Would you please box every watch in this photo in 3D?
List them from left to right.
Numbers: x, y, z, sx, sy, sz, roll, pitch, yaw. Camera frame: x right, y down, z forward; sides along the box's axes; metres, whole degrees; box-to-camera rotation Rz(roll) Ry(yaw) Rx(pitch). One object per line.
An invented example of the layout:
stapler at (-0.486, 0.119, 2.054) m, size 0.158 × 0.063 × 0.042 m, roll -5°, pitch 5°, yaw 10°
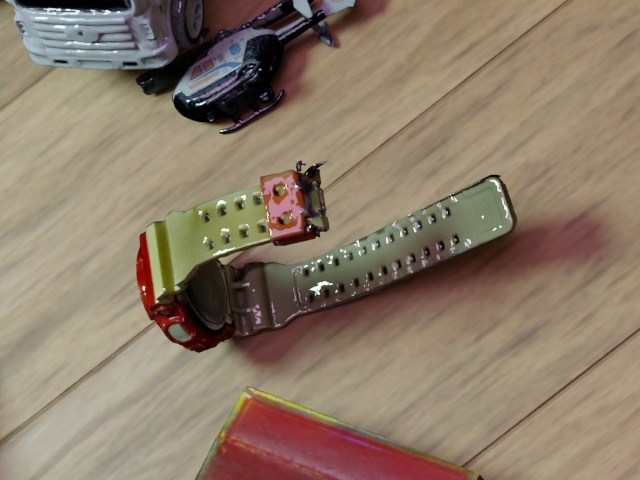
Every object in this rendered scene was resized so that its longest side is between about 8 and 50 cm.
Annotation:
watch at (-0.009, 0.001, 1.325) m, size 0.268 × 0.165 × 0.102 m, roll -24°, pitch 65°, yaw 31°

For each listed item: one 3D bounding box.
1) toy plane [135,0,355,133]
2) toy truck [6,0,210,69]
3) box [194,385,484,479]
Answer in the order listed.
toy plane at (-0.054, -0.153, 1.467) m, size 0.197 × 0.053 × 0.078 m, roll -32°, pitch 56°, yaw 7°
toy truck at (-0.163, -0.322, 1.475) m, size 0.176 × 0.178 × 0.363 m, roll 3°, pitch 66°, yaw 16°
box at (-0.029, 0.280, 1.260) m, size 0.197 × 0.089 × 0.313 m, roll 18°, pitch 66°, yaw 22°
